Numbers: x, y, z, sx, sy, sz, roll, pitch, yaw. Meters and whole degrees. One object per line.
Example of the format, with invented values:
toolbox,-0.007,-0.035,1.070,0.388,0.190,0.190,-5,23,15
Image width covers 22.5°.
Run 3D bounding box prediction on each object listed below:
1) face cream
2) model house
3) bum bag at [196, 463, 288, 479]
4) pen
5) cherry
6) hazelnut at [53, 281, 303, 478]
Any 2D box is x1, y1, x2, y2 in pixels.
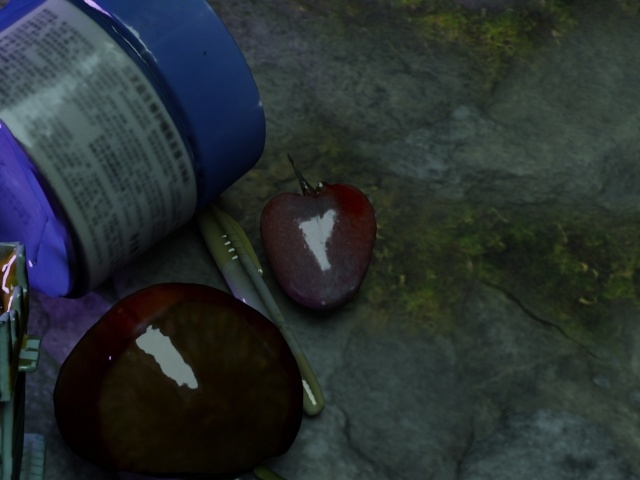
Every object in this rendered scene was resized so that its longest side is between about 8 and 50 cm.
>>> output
face cream,-0.209,-0.103,1.397,0.249,0.249,0.225,41,61,19
model house,-0.330,0.125,1.250,0.224,0.215,0.198,2,18,-7
bum bag,-0.068,0.276,1.275,0.106,0.060,0.232,12,51,-10
pen,-0.052,0.059,1.442,0.040,0.032,0.233,-7,56,-40
cherry,-0.005,0.002,1.453,0.106,0.087,0.126,14,74,0
hazelnut,-0.109,0.123,1.325,0.201,0.160,0.170,23,46,-29
